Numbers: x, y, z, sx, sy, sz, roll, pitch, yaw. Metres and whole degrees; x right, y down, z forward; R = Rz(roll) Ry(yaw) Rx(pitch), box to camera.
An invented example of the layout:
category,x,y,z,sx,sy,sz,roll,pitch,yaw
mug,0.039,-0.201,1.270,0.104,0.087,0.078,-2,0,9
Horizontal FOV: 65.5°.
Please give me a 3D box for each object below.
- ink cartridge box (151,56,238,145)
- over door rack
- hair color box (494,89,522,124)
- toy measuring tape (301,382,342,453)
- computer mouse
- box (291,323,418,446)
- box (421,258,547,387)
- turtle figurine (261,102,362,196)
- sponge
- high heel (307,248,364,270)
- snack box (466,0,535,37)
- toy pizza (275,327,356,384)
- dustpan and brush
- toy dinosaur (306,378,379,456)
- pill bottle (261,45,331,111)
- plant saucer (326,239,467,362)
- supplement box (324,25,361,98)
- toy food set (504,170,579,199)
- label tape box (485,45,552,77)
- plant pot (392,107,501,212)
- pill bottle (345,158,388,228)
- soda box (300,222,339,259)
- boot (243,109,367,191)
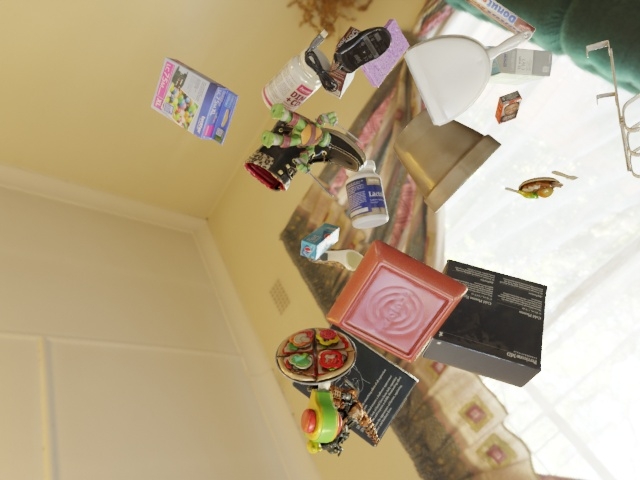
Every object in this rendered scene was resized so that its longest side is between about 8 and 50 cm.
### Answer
category,x,y,z,sx,sy,sz,roll,pitch,yaw
ink cartridge box,-0.428,-0.469,1.677,0.311,0.185,0.065,33,-158,19
over door rack,0.828,-0.362,1.337,0.239,0.108,0.324,40,-141,-47
hair color box,0.691,-0.488,1.833,0.141,0.072,0.043,50,-158,-69
toy measuring tape,0.019,0.475,1.462,0.122,0.330,0.121,14,-178,-1
computer mouse,0.075,-0.597,1.528,0.184,0.262,0.060,36,-150,-41
box,0.141,0.562,1.973,0.396,0.293,0.212,33,175,17
box,0.548,0.273,1.667,0.343,0.179,0.312,16,-123,9
turtle figurine,-0.031,-0.318,1.569,0.266,0.198,0.274,7,-124,-42
sponge,0.218,-0.642,1.704,0.031,0.210,0.117,20,160,48
high heel,0.075,0.077,2.210,0.261,0.093,0.186,10,178,-23
snack box,0.359,-0.477,1.030,0.178,0.022,0.064,29,-161,-8
toy pizza,-0.012,0.274,1.224,0.201,0.032,0.201,-3,-150,2
dustpan and brush,0.270,-0.312,0.869,0.147,0.211,0.060,63,-163,-13
toy dinosaur,0.075,0.592,1.667,0.322,0.218,0.164,40,175,5
pill bottle,-0.097,-0.648,2.030,0.160,0.283,0.160,27,-133,-33
plant saucer,0.181,0.164,1.206,0.259,0.258,0.047,27,-158,-6
supplement box,0.092,-0.670,1.888,0.073,0.239,0.130,29,-116,3
toy food set,0.692,-0.164,1.565,0.133,0.192,0.038,9,-106,-29
label tape box,0.755,-0.741,2.119,0.348,0.115,0.249,-2,-171,-12
plant pot,0.418,-0.305,1.758,0.280,0.323,0.323,43,-158,8
pill bottle,0.186,-0.193,2.069,0.153,0.153,0.264,6,-109,-52
soda box,0.000,0.000,2.005,0.071,0.067,0.210,17,-151,21
boot,-0.057,-0.283,1.758,0.377,0.138,0.284,32,-116,12
